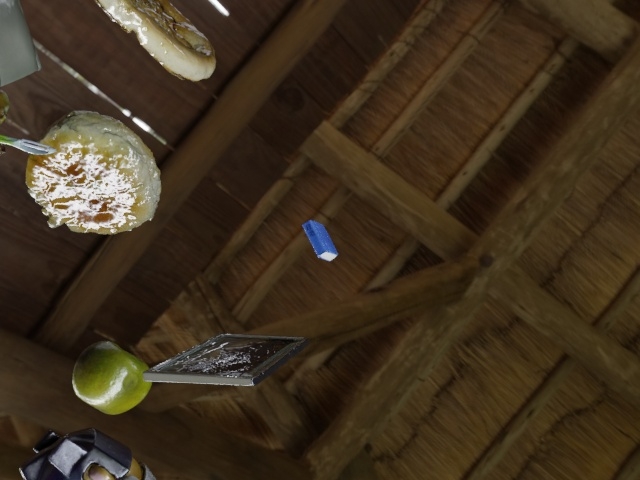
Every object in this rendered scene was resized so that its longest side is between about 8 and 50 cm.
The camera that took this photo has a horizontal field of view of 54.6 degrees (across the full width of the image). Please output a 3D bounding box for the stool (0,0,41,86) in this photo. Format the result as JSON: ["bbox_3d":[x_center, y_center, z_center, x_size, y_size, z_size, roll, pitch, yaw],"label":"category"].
[{"bbox_3d":[-0.761,-0.386,1.240,0.270,0.170,0.243,1,-151,15],"label":"stool"}]

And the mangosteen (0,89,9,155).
[{"bbox_3d":[-0.566,-0.235,0.959,0.172,0.184,0.172,-63,-176,9],"label":"mangosteen"}]

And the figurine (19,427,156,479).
[{"bbox_3d":[-0.362,0.426,1.054,0.309,0.308,0.143,-27,-158,27],"label":"figurine"}]

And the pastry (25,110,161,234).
[{"bbox_3d":[-0.516,-0.148,1.433,0.330,0.329,0.136,-27,-146,27],"label":"pastry"}]

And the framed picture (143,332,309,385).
[{"bbox_3d":[-0.146,0.198,1.057,0.192,0.265,0.018,-1,-86,17],"label":"framed picture"}]

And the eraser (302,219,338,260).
[{"bbox_3d":[0.000,0.000,1.348,0.027,0.063,0.084,-34,-113,17],"label":"eraser"}]

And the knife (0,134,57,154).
[{"bbox_3d":[-0.616,-0.195,1.225,0.022,0.184,0.026,-88,-165,-53],"label":"knife"}]

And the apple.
[{"bbox_3d":[-0.524,0.344,1.549,0.197,0.196,0.156,5,-122,46],"label":"apple"}]

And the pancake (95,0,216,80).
[{"bbox_3d":[-0.348,-0.458,1.148,0.071,0.382,0.382,-40,-140,13],"label":"pancake"}]
